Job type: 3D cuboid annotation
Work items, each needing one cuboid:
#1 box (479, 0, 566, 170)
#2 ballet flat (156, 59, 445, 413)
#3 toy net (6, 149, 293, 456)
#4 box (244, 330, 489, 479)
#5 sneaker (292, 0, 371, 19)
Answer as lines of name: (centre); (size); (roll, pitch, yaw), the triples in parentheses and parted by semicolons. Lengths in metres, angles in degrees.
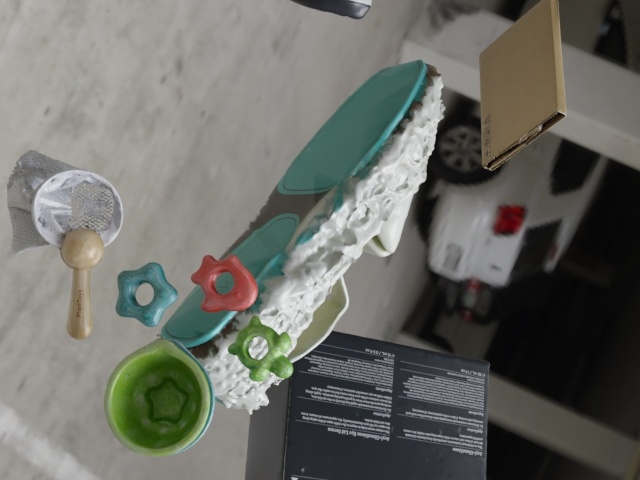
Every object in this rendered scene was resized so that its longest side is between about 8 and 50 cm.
box: (0.279, -0.219, 1.698); (0.164, 0.021, 0.201); (-39, -140, 49)
ballet flat: (0.000, 0.000, 1.204); (0.409, 0.147, 0.147); (-50, 168, -20)
toy net: (-0.124, 0.020, 0.780); (0.122, 0.232, 0.045); (-39, 167, 5)
box: (0.056, 0.211, 1.364); (0.103, 0.261, 0.184); (-29, -127, 55)
sneaker: (-0.009, -0.282, 1.061); (0.097, 0.084, 0.235); (-64, -146, 33)
